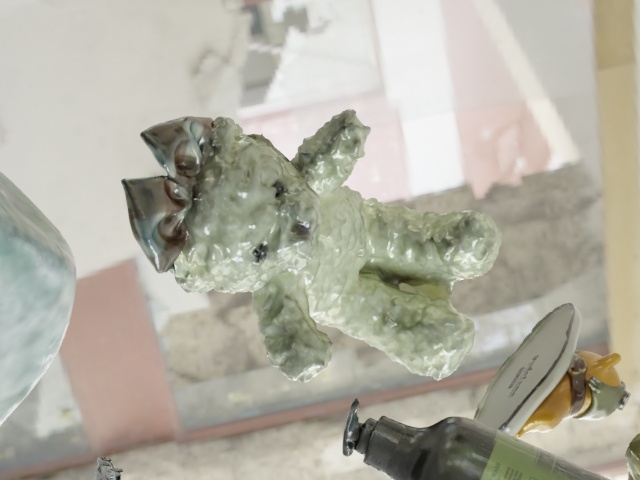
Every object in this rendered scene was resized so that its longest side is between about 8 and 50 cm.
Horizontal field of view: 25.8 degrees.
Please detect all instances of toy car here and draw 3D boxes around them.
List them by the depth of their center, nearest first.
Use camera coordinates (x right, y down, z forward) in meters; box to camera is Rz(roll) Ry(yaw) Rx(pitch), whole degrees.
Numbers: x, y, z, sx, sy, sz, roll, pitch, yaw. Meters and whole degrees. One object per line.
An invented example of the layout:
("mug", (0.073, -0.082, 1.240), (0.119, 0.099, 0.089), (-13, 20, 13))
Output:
("toy car", (-0.252, 0.281, 1.639), (0.093, 0.025, 0.041), (-169, -96, -66))

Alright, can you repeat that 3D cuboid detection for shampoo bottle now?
("shampoo bottle", (0.149, 0.212, 1.159), (0.101, 0.283, 0.101), (23, 90, -82))

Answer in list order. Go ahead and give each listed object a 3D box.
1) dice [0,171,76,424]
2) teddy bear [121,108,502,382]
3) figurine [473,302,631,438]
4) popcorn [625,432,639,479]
("dice", (-0.486, 0.029, 1.453), (0.348, 0.328, 0.330), (41, 0, 32))
("teddy bear", (0.000, 0.000, 1.632), (0.362, 0.375, 0.327), (49, 58, -73))
("figurine", (0.315, 0.222, 1.874), (0.141, 0.250, 0.166), (41, -14, -10))
("popcorn", (0.445, 0.377, 1.566), (0.274, 0.335, 0.279), (4, -106, 48))
